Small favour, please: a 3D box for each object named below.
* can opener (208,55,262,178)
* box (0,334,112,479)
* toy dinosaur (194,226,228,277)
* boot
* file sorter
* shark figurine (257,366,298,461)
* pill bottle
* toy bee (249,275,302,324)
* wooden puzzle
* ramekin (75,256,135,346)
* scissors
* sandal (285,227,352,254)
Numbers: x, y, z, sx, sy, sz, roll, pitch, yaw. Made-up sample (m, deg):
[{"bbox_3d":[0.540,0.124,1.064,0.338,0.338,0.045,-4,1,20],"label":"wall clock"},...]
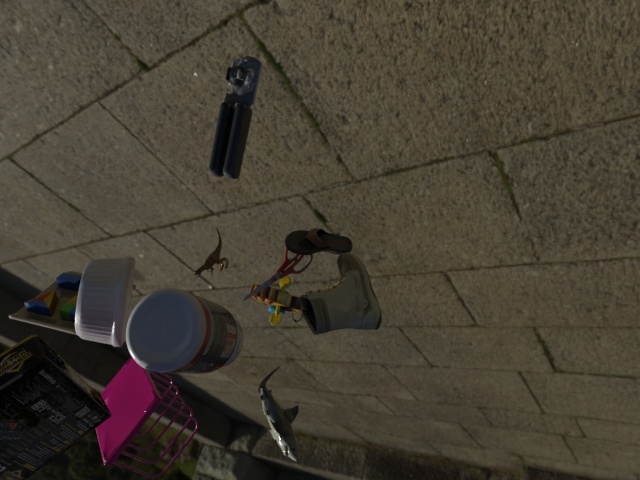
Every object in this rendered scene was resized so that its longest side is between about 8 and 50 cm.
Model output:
[{"bbox_3d":[-0.182,-0.275,1.018,0.076,0.283,0.095,10,177,16],"label":"can opener"},{"bbox_3d":[-0.629,0.372,0.938,0.079,0.257,0.322,40,153,31],"label":"box"},{"bbox_3d":[-0.418,0.067,1.779,0.112,0.211,0.064,36,171,-28],"label":"toy dinosaur"},{"bbox_3d":[0.030,0.115,1.019,0.165,0.213,0.077,-3,138,-19],"label":"boot"},{"bbox_3d":[-0.510,0.509,1.312,0.182,0.202,0.291,46,166,-33],"label":"file sorter"},{"bbox_3d":[-0.126,0.536,1.426,0.166,0.116,0.278,-20,92,67],"label":"shark figurine"},{"bbox_3d":[-0.353,0.265,1.257,0.210,0.210,0.363,11,166,14],"label":"pill bottle"},{"bbox_3d":[-0.134,0.241,1.830,0.298,0.195,0.162,5,167,-45],"label":"toy bee"},{"bbox_3d":[-0.968,0.221,1.772,0.322,0.348,0.080,10,119,11],"label":"wooden puzzle"},{"bbox_3d":[-0.638,0.176,1.334,0.127,0.273,0.273,8,151,-20],"label":"ramekin"},{"bbox_3d":[-0.150,0.137,1.639,0.109,0.297,0.021,41,174,-11],"label":"scissors"},{"bbox_3d":[0.000,0.000,1.380,0.219,0.090,0.060,6,142,-14],"label":"sandal"}]
